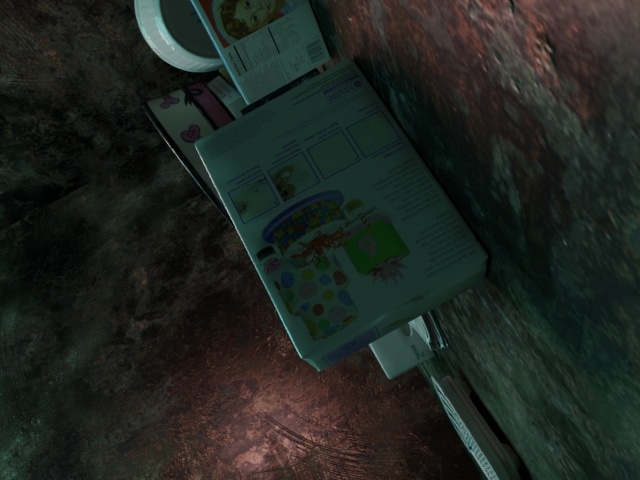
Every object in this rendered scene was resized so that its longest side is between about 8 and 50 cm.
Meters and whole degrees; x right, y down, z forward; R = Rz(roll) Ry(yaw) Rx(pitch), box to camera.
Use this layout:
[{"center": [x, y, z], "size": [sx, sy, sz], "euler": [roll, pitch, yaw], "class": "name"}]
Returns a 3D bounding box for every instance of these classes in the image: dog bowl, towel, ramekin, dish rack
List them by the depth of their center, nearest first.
[{"center": [-0.245, -0.492, 1.323], "size": [0.272, 0.273, 0.127], "euler": [61, 167, -27], "class": "ramekin"}, {"center": [0.396, 0.488, 1.513], "size": [0.285, 0.072, 0.333], "euler": [63, 178, -39], "class": "dish rack"}, {"center": [-0.251, -0.210, 1.553], "size": [0.408, 0.150, 0.408], "euler": [53, 178, 3], "class": "dog bowl"}, {"center": [0.186, 0.090, 1.581], "size": [0.317, 0.053, 0.332], "euler": [61, 178, -18], "class": "towel"}]

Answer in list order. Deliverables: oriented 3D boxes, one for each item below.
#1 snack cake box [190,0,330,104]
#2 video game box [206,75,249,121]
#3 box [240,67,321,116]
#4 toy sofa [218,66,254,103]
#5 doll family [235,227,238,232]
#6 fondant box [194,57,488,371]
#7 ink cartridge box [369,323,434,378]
[{"center": [-0.104, -0.346, 0.903], "size": [0.089, 0.152, 0.264], "euler": [61, 179, 42], "class": "snack cake box"}, {"center": [-0.176, -0.278, 1.499], "size": [0.205, 0.048, 0.187], "euler": [55, 174, -36], "class": "video game box"}, {"center": [-0.003, -0.148, 1.108], "size": [0.247, 0.163, 0.142], "euler": [61, -177, 24], "class": "box"}, {"center": [-0.112, -0.341, 1.631], "size": [0.177, 0.150, 0.362], "euler": [51, 176, 18], "class": "toy sofa"}, {"center": [-0.128, -0.089, 1.194], "size": [0.163, 0.118, 0.263], "euler": [56, -175, -32], "class": "doll family"}, {"center": [0.018, -0.040, 0.794], "size": [0.330, 0.238, 0.096], "euler": [61, 179, 25], "class": "fondant box"}, {"center": [0.196, 0.242, 2.053], "size": [0.285, 0.166, 0.395], "euler": [61, 179, -7], "class": "ink cartridge box"}]
